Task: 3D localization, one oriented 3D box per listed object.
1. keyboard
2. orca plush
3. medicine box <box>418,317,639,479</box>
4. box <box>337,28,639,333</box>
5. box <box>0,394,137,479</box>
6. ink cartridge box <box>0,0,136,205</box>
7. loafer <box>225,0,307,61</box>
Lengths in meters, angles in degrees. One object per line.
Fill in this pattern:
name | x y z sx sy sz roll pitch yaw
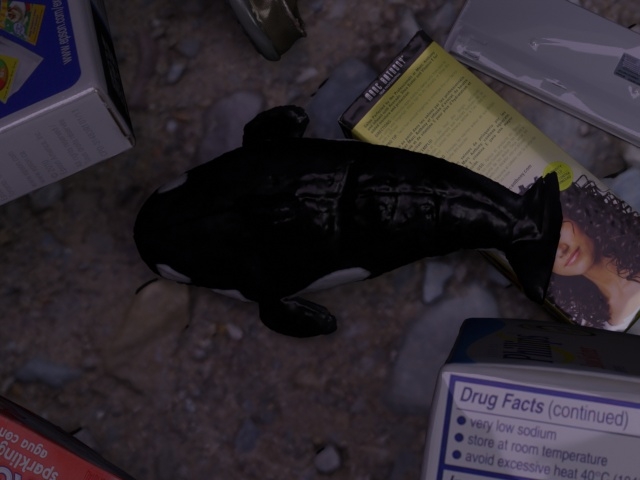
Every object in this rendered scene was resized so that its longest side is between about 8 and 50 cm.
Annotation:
keyboard | 0.211 -0.105 0.986 0.256 0.014 0.072 27 79 11
orca plush | 0.000 0.000 0.910 0.287 0.102 0.151 14 101 19
medicine box | 0.123 0.198 0.783 0.149 0.263 0.289 8 93 7
box | 0.125 -0.031 0.957 0.232 0.058 0.087 41 87 13
box | -0.243 0.140 0.830 0.154 0.300 0.142 22 77 45
ink cartridge box | -0.286 -0.107 0.943 0.307 0.072 0.303 -24 44 5
loafer | -0.033 -0.248 0.998 0.087 0.094 0.251 -9 78 9
